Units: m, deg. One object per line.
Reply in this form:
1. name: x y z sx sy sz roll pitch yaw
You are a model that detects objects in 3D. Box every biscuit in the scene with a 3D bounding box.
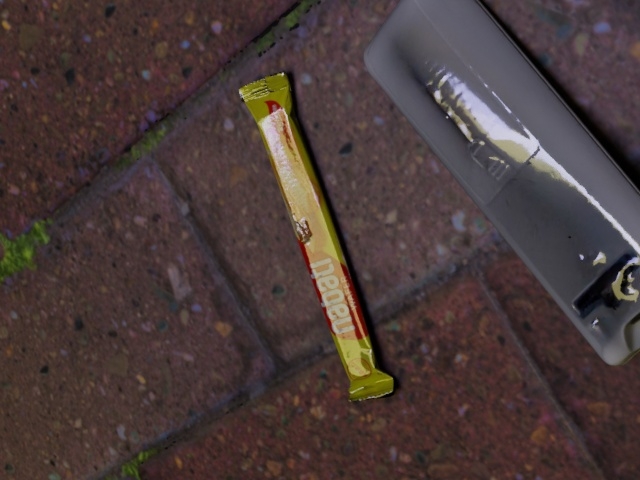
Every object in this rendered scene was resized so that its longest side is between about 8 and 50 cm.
1. biscuit: 0.000 0.000 1.135 0.048 0.026 0.292 -17 97 20

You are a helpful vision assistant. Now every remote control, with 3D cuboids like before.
1. remote control: 0.142 -0.054 0.971 0.313 0.055 0.109 53 131 17
